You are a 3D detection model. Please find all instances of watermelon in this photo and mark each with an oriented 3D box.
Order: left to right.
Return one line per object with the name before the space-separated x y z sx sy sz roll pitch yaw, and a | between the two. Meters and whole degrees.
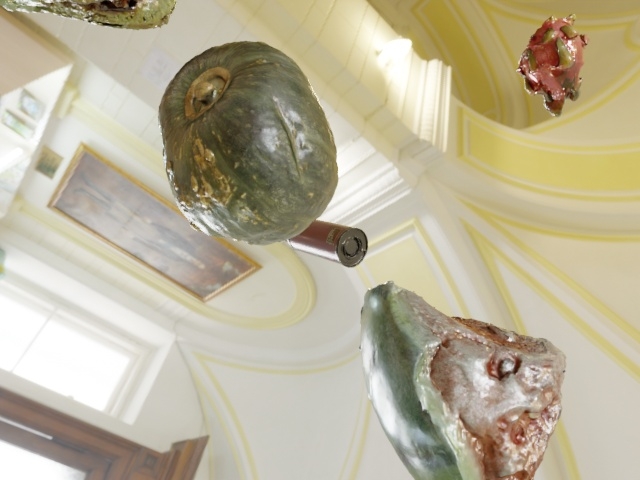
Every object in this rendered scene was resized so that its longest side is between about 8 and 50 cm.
watermelon | 0.104 0.091 0.320 0.140 0.071 0.187 -19 -119 -6

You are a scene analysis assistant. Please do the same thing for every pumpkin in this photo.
pumpkin | -0.121 -0.145 0.740 0.292 0.257 0.327 -23 -124 23

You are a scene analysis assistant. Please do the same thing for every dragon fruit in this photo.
dragon fruit | 0.502 -0.370 0.980 0.134 0.207 0.150 -14 -167 -8

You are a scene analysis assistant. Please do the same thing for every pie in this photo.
pie | -0.525 -0.609 0.983 0.180 0.419 0.394 106 -12 -59

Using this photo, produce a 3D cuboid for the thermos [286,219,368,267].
thermos | -0.001 -0.008 1.344 0.330 0.137 0.109 16 -77 51
